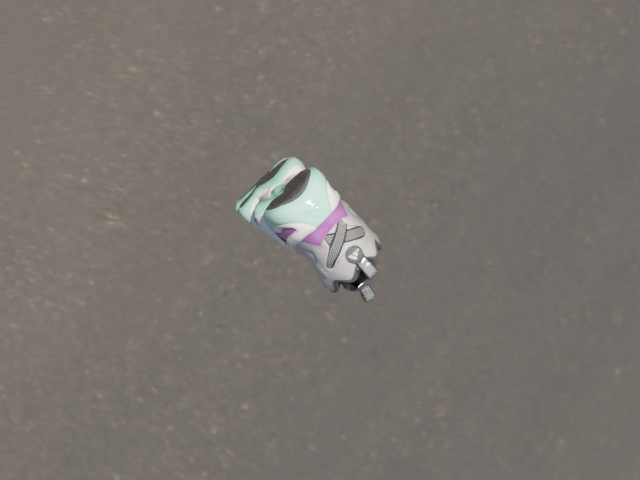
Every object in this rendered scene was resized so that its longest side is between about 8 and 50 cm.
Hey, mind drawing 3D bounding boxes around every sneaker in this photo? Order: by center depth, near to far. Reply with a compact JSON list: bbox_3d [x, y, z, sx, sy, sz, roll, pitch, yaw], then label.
[{"bbox_3d":[0.000,0.000,0.518,0.038,0.098,0.069,-43,105,-1],"label":"sneaker"}]
